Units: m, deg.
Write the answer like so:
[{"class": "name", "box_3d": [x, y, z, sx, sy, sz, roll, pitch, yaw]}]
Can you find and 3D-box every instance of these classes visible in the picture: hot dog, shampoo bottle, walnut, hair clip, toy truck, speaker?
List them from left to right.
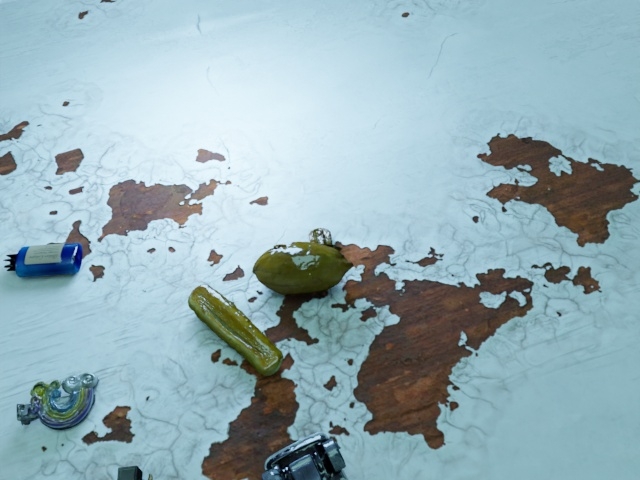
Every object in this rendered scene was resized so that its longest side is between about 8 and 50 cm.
[{"class": "shampoo bottle", "box_3d": [-0.698, 0.049, 1.588, 0.182, 0.050, 0.087, -4, 56, -1]}, {"class": "hair clip", "box_3d": [-0.563, 0.353, 1.362, 0.172, 0.049, 0.116, -12, 66, -16]}, {"class": "speaker", "box_3d": [-0.372, 0.536, 1.211, 0.040, 0.046, 0.191, -6, 53, -1]}, {"class": "hot dog", "box_3d": [-0.196, 0.205, 1.441, 0.087, 0.061, 0.286, -38, 62, -19]}, {"class": "walnut", "box_3d": [-0.043, 0.067, 1.503, 0.245, 0.137, 0.137, 2, 53, 8]}, {"class": "hot dog", "box_3d": [0.000, 0.000, 1.603, 0.058, 0.035, 0.083, -8, 53, -8]}, {"class": "toy truck", "box_3d": [0.028, 0.536, 1.110, 0.176, 0.178, 0.364, -25, 55, -9]}]

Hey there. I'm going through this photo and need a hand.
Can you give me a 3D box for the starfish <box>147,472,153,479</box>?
[{"class": "starfish", "box_3d": [-0.388, 0.561, 1.099, 0.293, 0.084, 0.302, -25, 37, 0]}]
